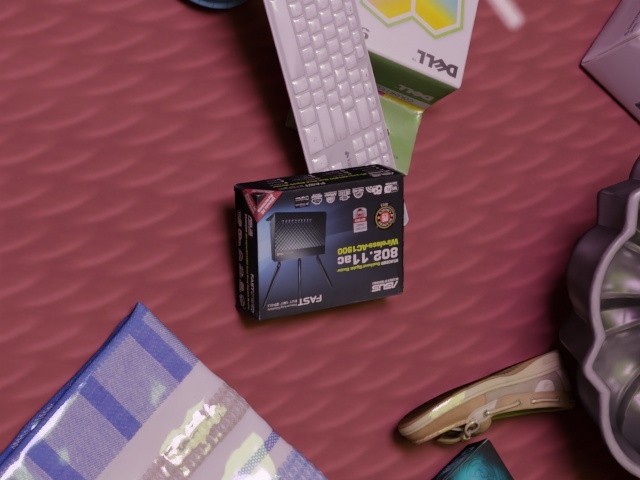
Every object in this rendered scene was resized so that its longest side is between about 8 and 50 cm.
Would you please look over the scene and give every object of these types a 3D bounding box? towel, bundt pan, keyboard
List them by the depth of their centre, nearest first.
[{"bbox_3d":[-0.083,0.208,1.073,0.285,0.034,0.209,46,63,-9],"label":"towel"},{"bbox_3d":[0.007,-0.111,1.141,0.072,0.014,0.256,-30,118,-31],"label":"keyboard"},{"bbox_3d":[0.323,0.048,1.212,0.330,0.124,0.331,-4,103,-16],"label":"bundt pan"}]

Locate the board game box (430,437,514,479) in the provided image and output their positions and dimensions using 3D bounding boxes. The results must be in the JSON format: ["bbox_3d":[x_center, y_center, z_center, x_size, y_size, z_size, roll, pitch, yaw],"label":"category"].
[{"bbox_3d":[0.129,0.253,1.151,0.126,0.026,0.186,-36,95,-43],"label":"board game box"}]

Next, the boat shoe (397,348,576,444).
[{"bbox_3d":[0.126,0.125,1.182,0.153,0.056,0.048,-18,84,-36],"label":"boat shoe"}]

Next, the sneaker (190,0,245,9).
[{"bbox_3d":[-0.091,-0.302,1.135,0.104,0.125,0.262,-29,92,-29],"label":"sneaker"}]

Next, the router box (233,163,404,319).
[{"bbox_3d":[0.000,0.000,1.139,0.122,0.038,0.092,-10,109,-26],"label":"router box"}]

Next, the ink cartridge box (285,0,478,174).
[{"bbox_3d":[0.055,-0.169,1.210,0.109,0.062,0.209,21,70,-20],"label":"ink cartridge box"}]

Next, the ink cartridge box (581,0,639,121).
[{"bbox_3d":[0.344,-0.141,1.325,0.212,0.093,0.154,41,64,-14],"label":"ink cartridge box"}]
